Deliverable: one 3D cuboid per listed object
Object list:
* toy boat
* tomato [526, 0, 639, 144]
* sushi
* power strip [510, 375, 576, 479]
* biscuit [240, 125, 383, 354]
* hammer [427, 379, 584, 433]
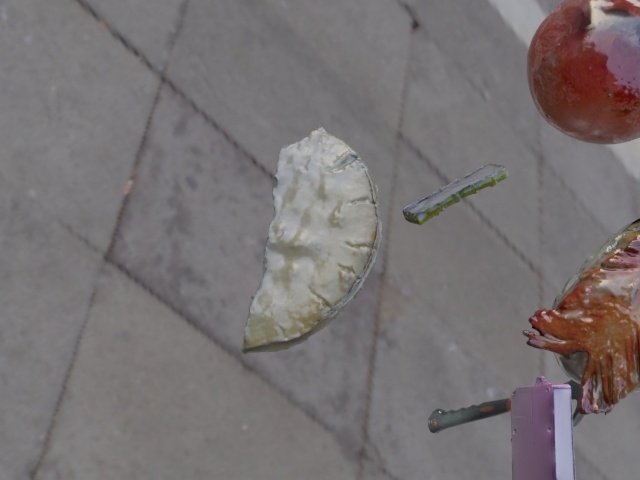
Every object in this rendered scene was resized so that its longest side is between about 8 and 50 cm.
[{"bbox_3d":[0.147,-0.051,1.391,0.016,0.115,0.063,64,-7,-10],"label":"toy boat"},{"bbox_3d":[0.377,-0.230,1.675,0.184,0.208,0.208,114,-48,-84],"label":"tomato"},{"bbox_3d":[0.319,0.037,1.180,0.124,0.130,0.332,48,46,13],"label":"sushi"},{"bbox_3d":[0.306,0.328,1.742,0.038,0.109,0.278,4,79,-25],"label":"power strip"},{"bbox_3d":[0.000,0.000,1.464,0.038,0.141,0.289,64,36,-68],"label":"biscuit"},{"bbox_3d":[0.301,0.264,2.038,0.033,0.288,0.111,13,64,-56],"label":"hammer"}]
